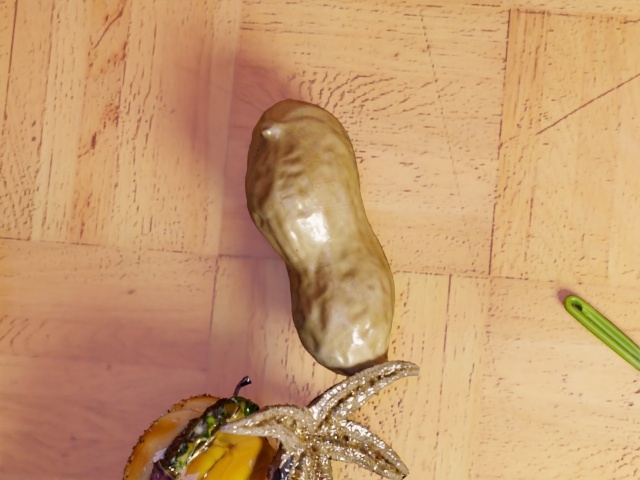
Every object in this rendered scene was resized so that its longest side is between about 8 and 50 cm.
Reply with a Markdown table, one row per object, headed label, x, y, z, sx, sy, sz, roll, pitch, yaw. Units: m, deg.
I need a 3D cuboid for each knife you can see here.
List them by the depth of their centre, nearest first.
| label | x | y | z | sx | sy | sz | roll | pitch | yaw |
| --- | --- | --- | --- | --- | --- | --- | --- | --- | --- |
| knife | 0.288 | 0.111 | 1.725 | 0.184 | 0.026 | 0.022 | 41 | 49 | 10 |

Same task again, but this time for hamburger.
| label | x | y | z | sx | sy | sz | roll | pitch | yaw |
| --- | --- | --- | --- | --- | --- | --- | --- | --- | --- |
| hamburger | -0.113 | 0.211 | 1.684 | 0.093 | 0.164 | 0.189 | 26 | 62 | 29 |

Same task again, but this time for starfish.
| label | x | y | z | sx | sy | sz | roll | pitch | yaw |
| --- | --- | --- | --- | --- | --- | --- | --- | --- | --- |
| starfish | -0.008 | 0.173 | 1.661 | 0.213 | 0.238 | 0.057 | -53 | 46 | 0 |

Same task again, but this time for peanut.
| label | x | y | z | sx | sy | sz | roll | pitch | yaw |
| --- | --- | --- | --- | --- | --- | --- | --- | --- | --- |
| peanut | 0.000 | 0.000 | 1.719 | 0.117 | 0.101 | 0.263 | -15 | 83 | -38 |
